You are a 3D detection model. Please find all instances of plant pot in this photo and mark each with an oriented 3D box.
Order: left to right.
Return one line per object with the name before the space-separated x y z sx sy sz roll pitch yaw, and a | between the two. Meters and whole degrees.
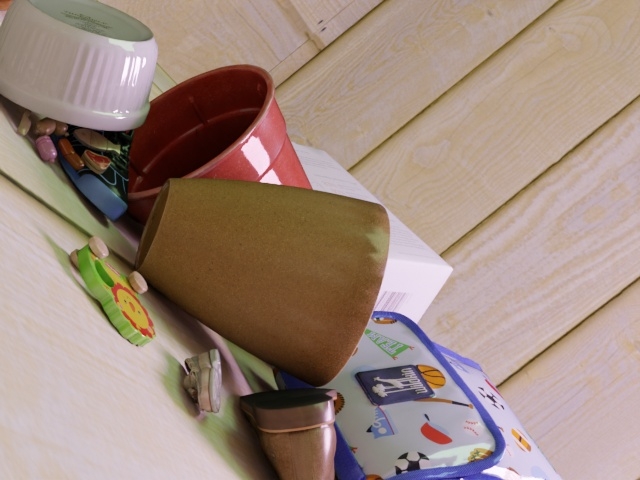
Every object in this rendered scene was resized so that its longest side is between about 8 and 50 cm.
plant pot | -0.123 -0.054 1.559 0.265 0.272 0.272 58 -1 -32
plant pot | -0.081 0.024 1.353 0.254 0.237 0.237 20 13 -17

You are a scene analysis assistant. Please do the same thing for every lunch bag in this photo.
lunch bag | 0.130 0.276 1.527 0.385 0.239 0.328 28 18 -39

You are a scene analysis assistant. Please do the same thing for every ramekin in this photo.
ramekin | -0.297 -0.227 1.392 0.207 0.109 0.207 20 21 -8

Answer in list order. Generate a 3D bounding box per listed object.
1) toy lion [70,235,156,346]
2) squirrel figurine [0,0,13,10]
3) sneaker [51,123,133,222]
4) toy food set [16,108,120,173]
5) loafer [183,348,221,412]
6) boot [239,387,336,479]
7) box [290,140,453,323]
toy lion | -0.199 0.056 1.116 0.100 0.034 0.096 48 12 -37
squirrel figurine | -0.529 -0.544 1.818 0.397 0.281 0.370 24 34 -51
sneaker | -0.275 -0.116 1.429 0.081 0.090 0.232 48 4 -44
toy food set | -0.300 -0.111 1.344 0.122 0.019 0.078 27 38 -19
loafer | -0.122 0.146 1.158 0.125 0.039 0.045 -104 -172 -76
boot | -0.029 0.223 1.268 0.305 0.112 0.115 148 -66 -88
box | 0.000 0.000 1.801 0.215 0.168 0.345 8 30 -50
